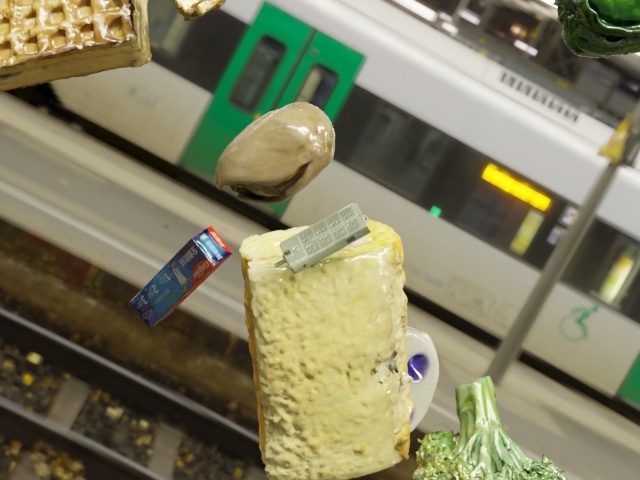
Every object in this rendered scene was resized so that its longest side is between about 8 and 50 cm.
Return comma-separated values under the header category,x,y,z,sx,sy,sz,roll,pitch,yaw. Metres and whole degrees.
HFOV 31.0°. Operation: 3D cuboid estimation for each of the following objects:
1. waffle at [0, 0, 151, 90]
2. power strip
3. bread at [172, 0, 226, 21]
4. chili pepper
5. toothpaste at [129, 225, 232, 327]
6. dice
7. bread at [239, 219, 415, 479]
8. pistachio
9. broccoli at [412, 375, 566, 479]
category,x,y,z,sx,sy,sz,roll,pitch,yaw
waffle,-0.433,-0.366,1.876,0.308,0.213,0.091,-9,-17,8
power strip,0.000,0.000,1.496,0.019,0.136,0.051,57,7,-52
bread,-0.217,-0.399,1.762,0.147,0.127,0.152,53,-33,-14
chili pepper,0.505,-0.362,1.595,0.384,0.213,0.167,-12,0,0
toothpaste,-0.295,0.080,2.405,0.076,0.320,0.066,53,47,2
dice,0.058,0.260,2.276,0.251,0.243,0.259,16,1,-39
bread,0.017,0.168,1.662,0.236,0.375,0.165,-7,26,-8
pistachio,-0.077,-0.139,1.906,0.137,0.238,0.153,35,36,-32
broccoli,0.203,0.268,1.460,0.194,0.194,0.219,27,-21,-20
